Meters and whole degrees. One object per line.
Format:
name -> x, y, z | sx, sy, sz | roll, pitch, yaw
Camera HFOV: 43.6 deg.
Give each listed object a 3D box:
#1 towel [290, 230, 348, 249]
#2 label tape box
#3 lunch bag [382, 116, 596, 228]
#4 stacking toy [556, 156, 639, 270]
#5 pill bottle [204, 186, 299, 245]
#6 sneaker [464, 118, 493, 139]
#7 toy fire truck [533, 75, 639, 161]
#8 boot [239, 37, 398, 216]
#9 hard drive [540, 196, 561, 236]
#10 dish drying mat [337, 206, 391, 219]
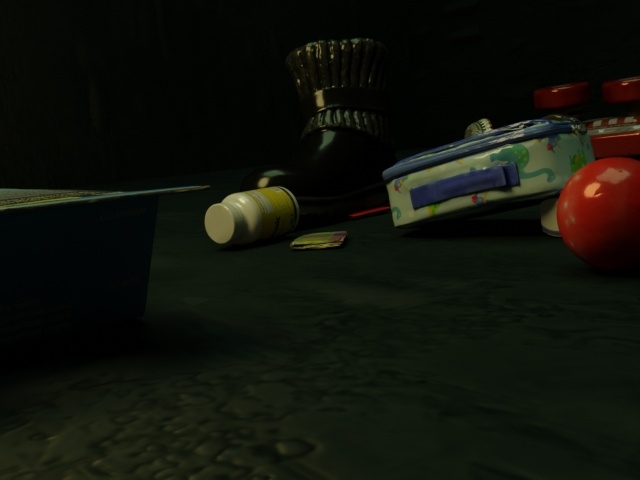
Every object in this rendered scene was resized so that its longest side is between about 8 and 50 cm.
towel -> 0.000, 0.000, 0.918 | 0.060, 0.009, 0.083 | -5, 7, 7
label tape box -> -0.261, 0.024, 0.561 | 0.241, 0.105, 0.334 | -11, 10, -40
lunch bag -> 0.192, -0.073, 0.912 | 0.219, 0.090, 0.176 | -14, -1, 37
stacking toy -> 0.320, -0.026, 0.544 | 0.141, 0.141, 0.330 | -13, 5, -43
pill bottle -> -0.084, -0.029, 0.975 | 0.065, 0.065, 0.116 | 1, 10, 37
sneaker -> 0.280, -0.159, 1.471 | 0.093, 0.088, 0.225 | -10, 24, 11
toy fire truck -> 0.441, -0.175, 1.349 | 0.302, 0.169, 0.254 | 0, 14, 39
boot -> -0.009, -0.166, 1.183 | 0.131, 0.260, 0.348 | -6, 5, 39
hard drive -> 0.418, -0.040, 0.823 | 0.319, 0.040, 0.210 | -9, 9, -30
dish drying mat -> 0.065, -0.039, 1.163 | 0.032, 0.008, 0.083 | 0, 10, 45
